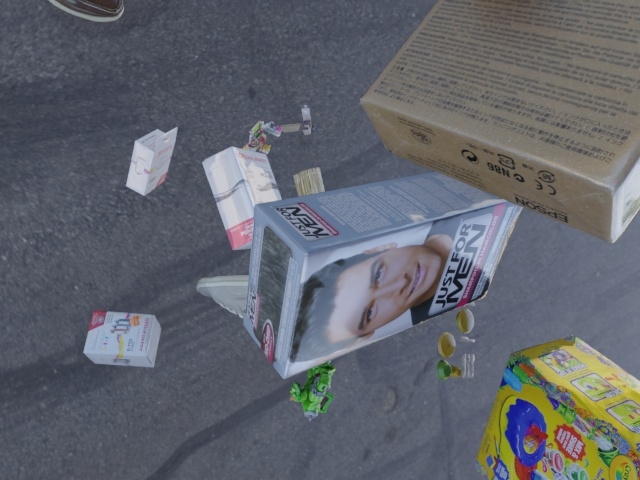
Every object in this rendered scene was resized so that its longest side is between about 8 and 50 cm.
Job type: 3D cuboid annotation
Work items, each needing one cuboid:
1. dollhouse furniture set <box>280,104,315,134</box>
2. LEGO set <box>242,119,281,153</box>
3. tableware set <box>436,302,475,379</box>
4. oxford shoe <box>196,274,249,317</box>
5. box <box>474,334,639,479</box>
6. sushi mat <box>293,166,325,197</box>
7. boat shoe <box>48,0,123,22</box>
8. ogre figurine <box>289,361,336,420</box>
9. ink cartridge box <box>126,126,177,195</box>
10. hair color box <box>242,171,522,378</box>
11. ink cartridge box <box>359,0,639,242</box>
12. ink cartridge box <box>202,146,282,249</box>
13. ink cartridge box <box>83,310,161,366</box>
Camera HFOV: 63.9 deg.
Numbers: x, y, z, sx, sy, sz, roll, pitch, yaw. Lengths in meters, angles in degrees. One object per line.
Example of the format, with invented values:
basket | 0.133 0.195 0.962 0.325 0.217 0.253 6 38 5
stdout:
dollhouse furniture set | -0.084 -0.390 1.664 0.091 0.114 0.081 -67 151 -60
LEGO set | -0.227 -0.341 1.922 0.132 0.107 0.287 13 62 -8
tableware set | 0.254 0.187 0.980 0.103 0.024 0.154 10 79 -36
oxford shoe | -0.245 0.170 1.565 0.169 0.449 0.130 2 86 -42
box | 0.459 0.377 0.905 0.176 0.279 0.290 -8 118 -26
sushi mat | -0.021 -0.124 2.030 0.151 0.019 0.317 -22 103 -42
boat shoe | -0.497 -0.504 0.965 0.257 0.095 0.095 18 72 -29
ogre figurine | -0.010 0.325 1.160 0.096 0.197 0.118 16 95 -24
ink cartridge box | -0.487 -0.243 1.487 0.198 0.067 0.115 -62 179 34
hair color box | 0.092 0.024 0.686 0.374 0.113 0.186 -14 129 -33
ink cartridge box | 0.183 -0.135 0.436 0.193 0.234 0.088 -51 141 -7
ink cartridge box | -0.213 -0.124 1.542 0.207 0.117 0.283 -6 75 -66
ink cartridge box | -0.569 0.288 1.495 0.176 0.127 0.128 5 62 -6
